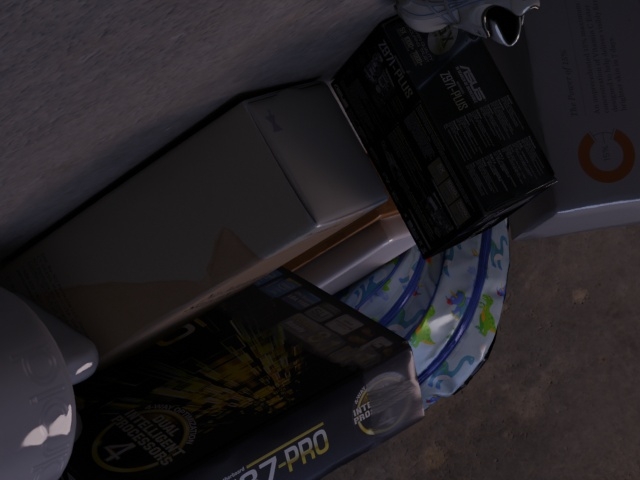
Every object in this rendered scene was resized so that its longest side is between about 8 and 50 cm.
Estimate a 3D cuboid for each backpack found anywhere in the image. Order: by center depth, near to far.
[{"bbox_3d":[0.124,0.064,2.436,0.273,0.355,0.290,28,133,-35],"label":"backpack"}]

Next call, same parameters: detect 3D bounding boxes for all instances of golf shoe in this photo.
[{"bbox_3d":[0.109,-0.173,1.345,0.069,0.086,0.176,-29,176,-16],"label":"golf shoe"}]

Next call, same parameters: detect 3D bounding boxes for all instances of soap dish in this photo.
[{"bbox_3d":[0.000,0.000,2.213,0.291,0.118,0.229,-31,174,28],"label":"soap dish"}]

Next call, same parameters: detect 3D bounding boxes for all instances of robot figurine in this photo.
[{"bbox_3d":[-0.335,0.147,1.427,0.353,0.200,0.300,-23,133,-50],"label":"robot figurine"}]

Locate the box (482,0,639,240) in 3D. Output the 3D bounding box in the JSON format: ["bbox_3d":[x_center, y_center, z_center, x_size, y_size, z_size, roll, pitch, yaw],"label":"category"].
[{"bbox_3d":[0.339,-0.136,1.656,0.345,0.215,0.168,-8,172,-8],"label":"box"}]

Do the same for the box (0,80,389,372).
[{"bbox_3d":[-0.112,-0.005,1.561,0.311,0.121,0.148,-32,175,31],"label":"box"}]

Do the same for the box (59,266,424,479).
[{"bbox_3d":[-0.142,0.133,1.724,0.318,0.097,0.395,-25,-149,-25],"label":"box"}]

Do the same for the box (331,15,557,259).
[{"bbox_3d":[0.100,-0.093,1.527,0.078,0.180,0.147,-25,173,-21],"label":"box"}]
